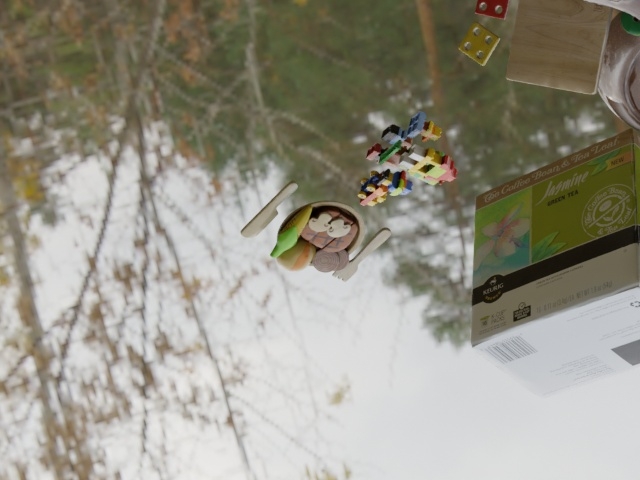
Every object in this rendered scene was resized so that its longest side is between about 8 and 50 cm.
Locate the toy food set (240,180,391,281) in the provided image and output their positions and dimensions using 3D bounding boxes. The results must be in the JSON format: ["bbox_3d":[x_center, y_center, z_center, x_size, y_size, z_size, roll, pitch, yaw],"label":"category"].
[{"bbox_3d":[0.000,0.000,1.835,0.132,0.192,0.038,-46,-143,28],"label":"toy food set"}]

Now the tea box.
[{"bbox_3d":[0.446,0.044,2.244,0.329,0.220,0.323,-25,-137,35],"label":"tea box"}]

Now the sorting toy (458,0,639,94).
[{"bbox_3d":[0.328,-0.279,1.852,0.275,0.132,0.046,14,-168,29],"label":"sorting toy"}]

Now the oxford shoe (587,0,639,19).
[{"bbox_3d":[0.401,-0.261,1.393,0.271,0.098,0.097,18,-125,7],"label":"oxford shoe"}]

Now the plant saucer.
[{"bbox_3d":[0.550,-0.242,1.915,0.311,0.310,0.050,-8,-135,16],"label":"plant saucer"}]

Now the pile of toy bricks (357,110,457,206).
[{"bbox_3d":[0.147,-0.113,2.021,0.105,0.118,0.212,23,153,-17],"label":"pile of toy bricks"}]
